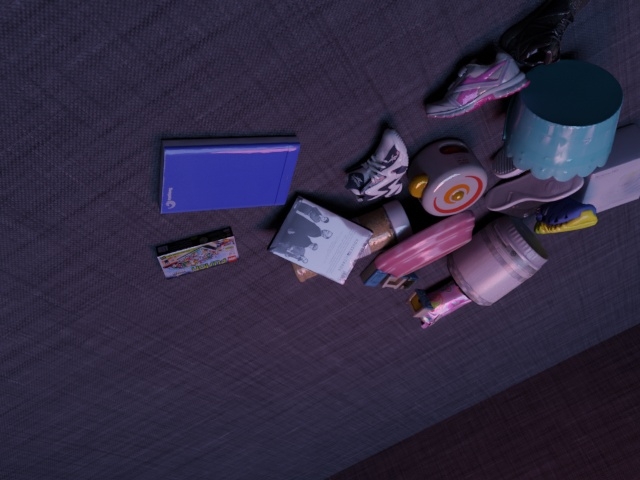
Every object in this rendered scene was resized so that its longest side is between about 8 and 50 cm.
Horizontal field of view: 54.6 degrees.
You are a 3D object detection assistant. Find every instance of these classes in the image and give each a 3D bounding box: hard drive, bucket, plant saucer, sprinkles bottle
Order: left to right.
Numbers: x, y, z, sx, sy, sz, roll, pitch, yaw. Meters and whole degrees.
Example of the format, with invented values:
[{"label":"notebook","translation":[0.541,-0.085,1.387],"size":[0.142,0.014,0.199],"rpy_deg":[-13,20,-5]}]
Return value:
[{"label":"hard drive","translation":[-0.222,-0.157,1.498],"size":[0.319,0.040,0.210],"rpy_deg":[-6,141,-22]},{"label":"sprinkles bottle","translation":[0.082,0.002,1.794],"size":[0.356,0.121,0.121],"rpy_deg":[-22,144,0]},{"label":"plant saucer","translation":[0.322,0.021,1.859],"size":[0.332,0.084,0.332],"rpy_deg":[-27,172,-4]},{"label":"bucket","translation":[0.606,-0.307,1.554],"size":[0.281,0.281,0.183],"rpy_deg":[-18,145,-6]}]

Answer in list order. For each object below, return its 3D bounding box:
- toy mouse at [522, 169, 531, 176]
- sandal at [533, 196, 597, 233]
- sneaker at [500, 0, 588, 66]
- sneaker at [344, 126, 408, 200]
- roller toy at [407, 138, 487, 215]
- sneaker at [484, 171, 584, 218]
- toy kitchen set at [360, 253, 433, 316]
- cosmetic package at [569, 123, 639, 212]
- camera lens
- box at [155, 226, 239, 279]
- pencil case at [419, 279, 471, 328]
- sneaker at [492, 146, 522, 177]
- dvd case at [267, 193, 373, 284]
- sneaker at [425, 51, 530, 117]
[{"label":"toy mouse","translation":[0.686,-0.234,1.883],"size":[0.143,0.031,0.161],"rpy_deg":[-23,144,1]},{"label":"sandal","translation":[0.744,-0.094,1.927],"size":[0.126,0.138,0.317],"rpy_deg":[-8,180,-6]},{"label":"sneaker","translation":[0.538,-0.481,1.409],"size":[0.228,0.130,0.087],"rpy_deg":[-36,144,15]},{"label":"sneaker","translation":[0.135,-0.182,1.607],"size":[0.153,0.094,0.235],"rpy_deg":[-23,155,-13]},{"label":"roller toy","translation":[0.348,-0.166,1.695],"size":[0.191,0.146,0.209],"rpy_deg":[-36,141,18]},{"label":"sneaker","translation":[0.665,-0.144,1.884],"size":[0.296,0.104,0.147],"rpy_deg":[-16,160,40]},{"label":"toy kitchen set","translation":[0.268,0.153,2.046],"size":[0.207,0.166,0.122],"rpy_deg":[9,134,-36]},{"label":"cosmetic package","translation":[0.885,-0.211,1.930],"size":[0.224,0.138,0.224],"rpy_deg":[-19,143,-5]},{"label":"camera lens","translation":[0.576,0.067,2.052],"size":[0.274,0.219,0.219],"rpy_deg":[-42,140,25]},{"label":"box","translation":[-0.332,0.036,1.693],"size":[0.207,0.036,0.114],"rpy_deg":[-16,144,-9]},{"label":"pencil case","translation":[0.476,0.212,2.273],"size":[0.284,0.124,0.124],"rpy_deg":[-30,143,9]},{"label":"sneaker","translation":[0.639,-0.246,1.777],"size":[0.282,0.102,0.161],"rpy_deg":[-34,140,16]},{"label":"dvd case","translation":[0.000,0.000,1.701],"size":[0.239,0.029,0.179],"rpy_deg":[26,105,-17]},{"label":"sneaker","translation":[0.364,-0.372,1.492],"size":[0.252,0.111,0.103],"rpy_deg":[-20,-175,26]}]
